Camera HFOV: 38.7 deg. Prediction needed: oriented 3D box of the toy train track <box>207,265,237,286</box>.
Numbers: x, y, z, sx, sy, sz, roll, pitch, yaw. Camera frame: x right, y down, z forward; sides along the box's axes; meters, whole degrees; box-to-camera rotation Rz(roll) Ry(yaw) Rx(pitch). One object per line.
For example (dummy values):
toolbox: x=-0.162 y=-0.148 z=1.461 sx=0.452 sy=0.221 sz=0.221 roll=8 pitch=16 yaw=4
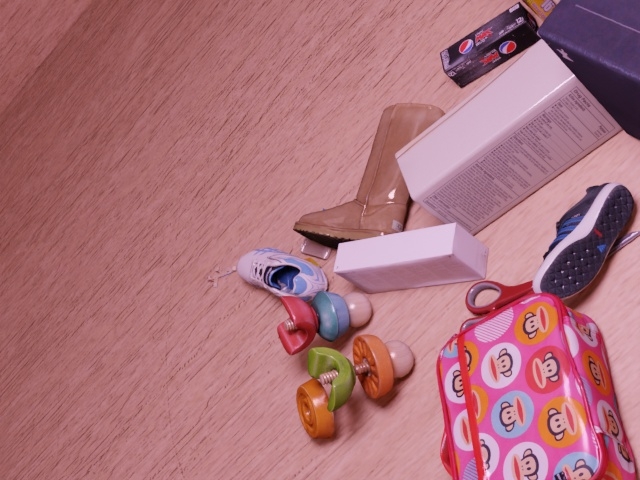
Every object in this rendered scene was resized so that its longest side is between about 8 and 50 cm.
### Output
toy train track: x=-0.206 y=0.067 z=1.881 sx=0.083 sy=0.014 sz=0.048 roll=-21 pitch=53 yaw=35

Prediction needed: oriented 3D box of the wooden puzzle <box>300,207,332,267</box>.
wooden puzzle: x=0.000 y=0.000 z=1.716 sx=0.078 sy=0.014 sz=0.116 roll=26 pitch=86 yaw=45

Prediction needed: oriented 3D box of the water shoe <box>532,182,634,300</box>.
water shoe: x=0.364 y=0.005 z=1.293 sx=0.203 sy=0.073 sz=0.080 roll=-48 pitch=16 yaw=-10

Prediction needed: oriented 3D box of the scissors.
scissors: x=0.331 y=0.076 z=1.329 sx=0.297 sy=0.021 sz=0.109 roll=-22 pitch=45 yaw=33

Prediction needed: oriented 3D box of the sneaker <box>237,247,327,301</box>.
sneaker: x=-0.087 y=0.059 z=1.703 sx=0.237 sy=0.086 sz=0.085 roll=12 pitch=92 yaw=48

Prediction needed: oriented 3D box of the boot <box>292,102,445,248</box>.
boot: x=0.090 y=-0.113 z=1.644 sx=0.236 sy=0.089 sz=0.269 roll=9 pitch=73 yaw=35

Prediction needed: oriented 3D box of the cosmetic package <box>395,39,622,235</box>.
cosmetic package: x=0.288 y=-0.154 z=1.406 sx=0.309 sy=0.160 sz=0.113 roll=-37 pitch=44 yaw=22

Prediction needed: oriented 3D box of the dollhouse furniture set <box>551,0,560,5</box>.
dollhouse furniture set: x=0.354 y=-0.404 z=1.349 sx=0.152 sy=0.374 sz=0.201 roll=-42 pitch=28 yaw=17

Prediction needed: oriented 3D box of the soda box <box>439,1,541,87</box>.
soda box: x=0.295 y=-0.339 z=1.589 sx=0.169 sy=0.060 sz=0.053 roll=-29 pitch=50 yaw=30

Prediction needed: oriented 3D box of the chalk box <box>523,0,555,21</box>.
chalk box: x=0.411 y=-0.481 z=1.507 sx=0.213 sy=0.132 sz=0.132 roll=-42 pitch=42 yaw=17

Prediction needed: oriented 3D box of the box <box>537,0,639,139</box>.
box: x=0.608 y=-0.285 z=1.055 sx=0.472 sy=0.297 sz=0.480 roll=-51 pitch=41 yaw=7

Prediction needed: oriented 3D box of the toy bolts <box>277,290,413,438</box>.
toy bolts: x=0.039 y=0.192 z=1.504 sx=0.218 sy=0.158 sz=0.228 roll=102 pitch=148 yaw=-47

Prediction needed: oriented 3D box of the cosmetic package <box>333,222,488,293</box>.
cosmetic package: x=0.144 y=0.031 z=1.484 sx=0.239 sy=0.099 sz=0.060 roll=-10 pitch=60 yaw=41

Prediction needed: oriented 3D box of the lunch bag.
lunch bag: x=0.265 y=0.240 z=1.226 sx=0.258 sy=0.120 sz=0.293 roll=-33 pitch=44 yaw=32
